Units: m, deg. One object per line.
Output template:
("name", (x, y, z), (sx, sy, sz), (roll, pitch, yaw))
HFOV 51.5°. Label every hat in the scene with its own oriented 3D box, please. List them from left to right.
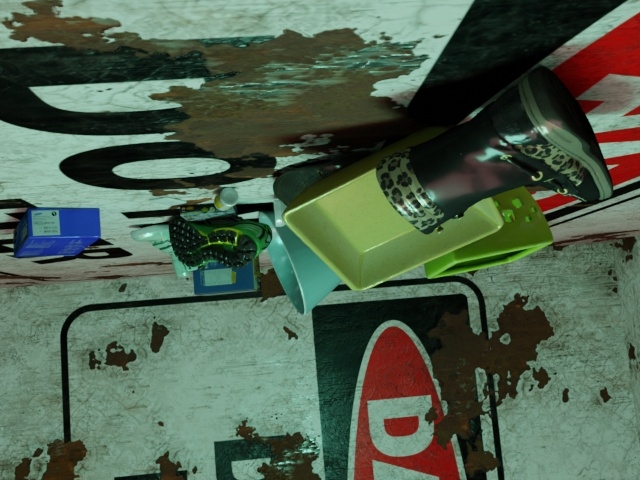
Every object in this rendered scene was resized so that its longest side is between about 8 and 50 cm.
("hat", (0.068, -0.067, 1.392), (0.331, 0.134, 0.331), (-5, 165, -1))

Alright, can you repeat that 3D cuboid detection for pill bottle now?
("pill bottle", (-0.218, -0.092, 1.512), (0.043, 0.043, 0.083), (-2, 173, -23))
("pill bottle", (-0.033, -0.072, 1.633), (0.160, 0.087, 0.087), (-4, 173, -5))

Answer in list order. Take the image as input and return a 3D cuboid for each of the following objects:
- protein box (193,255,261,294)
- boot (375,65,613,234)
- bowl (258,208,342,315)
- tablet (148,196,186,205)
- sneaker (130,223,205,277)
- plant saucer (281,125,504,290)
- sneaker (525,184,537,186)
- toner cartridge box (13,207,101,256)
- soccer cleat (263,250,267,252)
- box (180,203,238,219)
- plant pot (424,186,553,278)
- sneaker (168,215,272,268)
("protein box", (-0.311, 0.076, 2.204), (0.201, 0.200, 0.136), (-5, 173, 3))
("boot", (0.285, -0.107, 1.043), (0.284, 0.138, 0.377), (-25, 158, 27))
("bowl", (-0.037, 0.034, 1.832), (0.163, 0.311, 0.311), (-23, 177, -12))
("tablet", (-0.362, -0.092, 1.573), (0.054, 0.006, 0.083), (-8, 173, 22))
("sneaker", (-0.440, 0.033, 1.964), (0.094, 0.151, 0.256), (-9, 171, 43))
("plant saucer", (0.138, -0.063, 1.232), (0.332, 0.081, 0.333), (-25, 143, 15))
("sneaker", (0.450, -0.140, 1.543), (0.089, 0.051, 0.170), (-9, 177, -7))
("toner cartridge box", (-0.681, -0.016, 1.698), (0.165, 0.075, 0.348), (0, 171, -30))
("soccer cleat", (-0.256, 0.014, 2.339), (0.196, 0.068, 0.076), (-2, 158, -35))
("box", (-0.283, -0.073, 1.698), (0.137, 0.027, 0.094), (-4, 173, -3))
("plant pot", (0.342, -0.049, 1.461), (0.228, 0.207, 0.227), (-10, 168, -9))
("sneaker", (-0.276, -0.001, 1.791), (0.343, 0.134, 0.146), (9, -157, 34))
